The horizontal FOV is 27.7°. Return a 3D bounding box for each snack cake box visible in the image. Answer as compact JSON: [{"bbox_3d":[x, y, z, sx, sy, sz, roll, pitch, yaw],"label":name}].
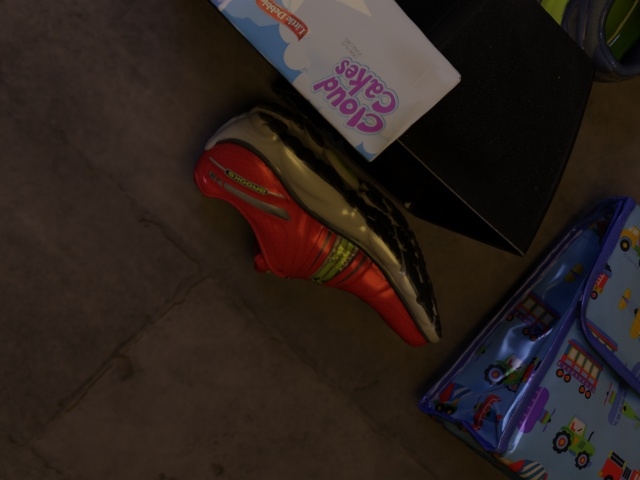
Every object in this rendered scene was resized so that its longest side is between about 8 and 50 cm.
[{"bbox_3d":[-0.020,-0.172,0.940,0.089,0.264,0.152,-43,117,3],"label":"snack cake box"}]

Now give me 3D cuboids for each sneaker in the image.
[{"bbox_3d":[0.288,-0.261,1.081,0.111,0.121,0.300,13,107,-22],"label":"sneaker"},{"bbox_3d":[0.000,0.000,1.128,0.118,0.107,0.279,-35,116,19],"label":"sneaker"}]

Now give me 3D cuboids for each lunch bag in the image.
[{"bbox_3d":[0.276,0.112,1.246,0.221,0.138,0.293,38,83,-29],"label":"lunch bag"}]

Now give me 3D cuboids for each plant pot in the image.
[{"bbox_3d":[0.106,-0.122,1.058,0.188,0.187,0.167,39,84,-27],"label":"plant pot"}]
